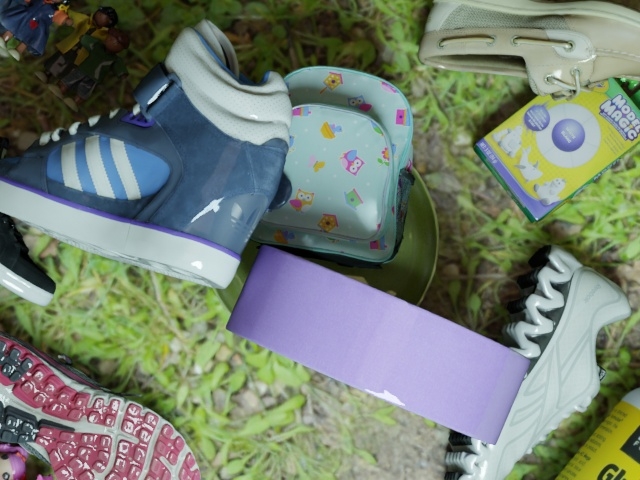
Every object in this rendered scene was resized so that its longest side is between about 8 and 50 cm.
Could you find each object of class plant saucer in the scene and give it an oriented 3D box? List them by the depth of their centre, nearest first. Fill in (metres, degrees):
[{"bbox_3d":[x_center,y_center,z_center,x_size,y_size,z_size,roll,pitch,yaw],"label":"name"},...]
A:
[{"bbox_3d":[0.000,0.000,1.908,0.241,0.037,0.241,0,86,0],"label":"plant saucer"}]

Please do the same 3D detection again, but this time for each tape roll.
[{"bbox_3d":[0.053,0.097,1.744,0.275,0.275,0.090,23,86,2],"label":"tape roll"}]

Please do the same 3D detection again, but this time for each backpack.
[{"bbox_3d":[0.011,-0.078,1.827,0.166,0.144,0.188,10,82,6],"label":"backpack"}]

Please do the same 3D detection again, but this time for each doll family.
[{"bbox_3d":[-0.267,-0.221,1.908,0.193,0.076,0.111,41,91,6],"label":"doll family"}]

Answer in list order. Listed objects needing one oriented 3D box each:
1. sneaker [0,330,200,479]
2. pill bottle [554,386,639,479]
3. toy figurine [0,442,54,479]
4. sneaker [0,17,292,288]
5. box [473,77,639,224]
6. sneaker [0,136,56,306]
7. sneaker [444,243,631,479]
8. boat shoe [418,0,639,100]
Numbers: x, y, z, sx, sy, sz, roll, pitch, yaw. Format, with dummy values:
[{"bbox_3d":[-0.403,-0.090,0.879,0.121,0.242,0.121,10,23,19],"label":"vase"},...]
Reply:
[{"bbox_3d":[-0.246,0.174,1.863,0.299,0.112,0.121,37,95,-10],"label":"sneaker"},{"bbox_3d":[0.321,0.264,1.812,0.188,0.188,0.334,40,86,3],"label":"pill bottle"},{"bbox_3d":[-0.345,0.248,1.867,0.159,0.130,0.173,-1,60,-14],"label":"toy figurine"},{"bbox_3d":[-0.170,-0.102,1.773,0.323,0.130,0.236,16,83,32],"label":"sneaker"},{"bbox_3d":[0.258,-0.111,1.916,0.179,0.043,0.105,-38,86,-5],"label":"box"},{"bbox_3d":[-0.332,-0.039,1.889,0.217,0.079,0.121,37,87,3],"label":"sneaker"},{"bbox_3d":[0.215,0.154,1.868,0.118,0.110,0.292,26,86,-7],"label":"sneaker"},{"bbox_3d":[0.241,-0.184,1.856,0.302,0.109,0.098,16,80,24],"label":"boat shoe"}]
